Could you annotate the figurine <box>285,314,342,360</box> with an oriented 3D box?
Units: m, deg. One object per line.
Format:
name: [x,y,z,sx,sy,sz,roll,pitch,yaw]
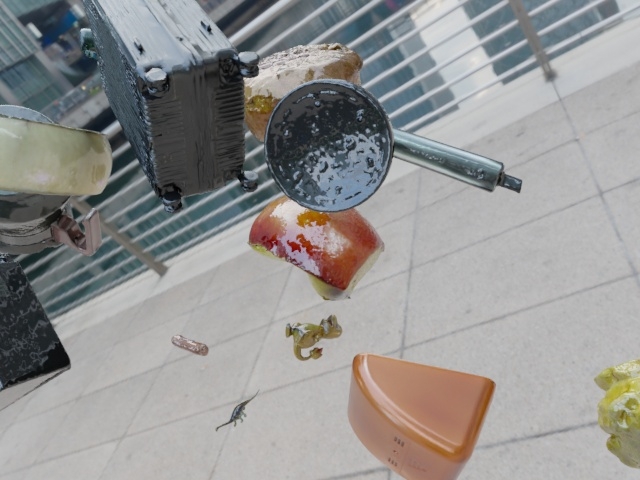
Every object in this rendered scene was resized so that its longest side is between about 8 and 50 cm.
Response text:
figurine: [-0.011,0.292,1.630,0.176,0.122,0.121,-11,15,-32]

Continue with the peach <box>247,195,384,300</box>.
peach: [0.000,0.000,1.420,0.380,0.306,0.242,35,90,38]

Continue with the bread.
bread: [-0.042,-0.341,1.253,0.312,0.172,0.312,-12,33,8]

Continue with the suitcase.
suitcase: [-0.227,-0.238,0.821,0.152,0.229,0.335,-19,53,-24]

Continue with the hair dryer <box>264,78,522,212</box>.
hair dryer: [0.124,-0.137,0.742,0.284,0.155,0.320,9,19,22]

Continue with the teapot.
teapot: [-0.721,-0.113,1.373,0.305,0.376,0.362,-61,5,-31]

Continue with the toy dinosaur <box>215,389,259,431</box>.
toy dinosaur: [-0.255,0.548,1.748,0.037,0.058,0.180,20,56,39]

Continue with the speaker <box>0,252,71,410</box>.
speaker: [-0.624,0.182,0.959,0.232,0.254,0.184,-32,-6,10]

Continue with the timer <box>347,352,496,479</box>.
timer: [0.166,0.333,1.044,0.250,0.257,0.161,22,53,17]

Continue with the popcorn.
popcorn: [0.591,0.300,0.945,0.250,0.250,0.190,-7,25,49]

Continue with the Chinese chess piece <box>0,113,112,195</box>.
Chinese chess piece: [-0.484,-0.144,0.900,0.270,0.270,0.112,-157,75,-64]

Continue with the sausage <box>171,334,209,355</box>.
sausage: [-0.348,0.284,1.481,0.158,0.042,0.036,5,81,45]

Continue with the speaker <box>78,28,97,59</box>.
speaker: [-0.525,-0.460,1.288,0.075,0.060,0.094,-3,27,-23]
